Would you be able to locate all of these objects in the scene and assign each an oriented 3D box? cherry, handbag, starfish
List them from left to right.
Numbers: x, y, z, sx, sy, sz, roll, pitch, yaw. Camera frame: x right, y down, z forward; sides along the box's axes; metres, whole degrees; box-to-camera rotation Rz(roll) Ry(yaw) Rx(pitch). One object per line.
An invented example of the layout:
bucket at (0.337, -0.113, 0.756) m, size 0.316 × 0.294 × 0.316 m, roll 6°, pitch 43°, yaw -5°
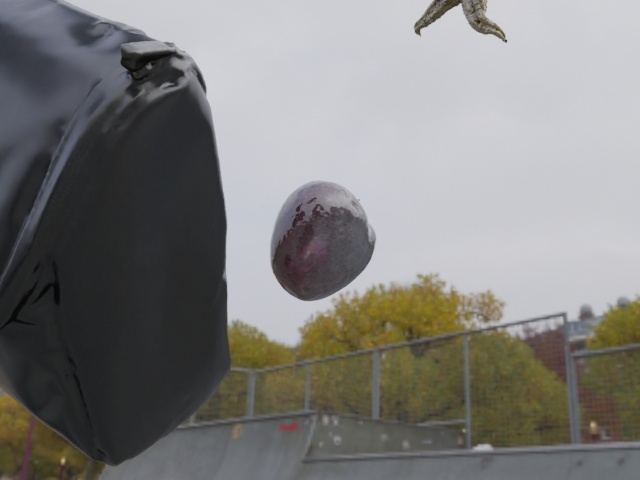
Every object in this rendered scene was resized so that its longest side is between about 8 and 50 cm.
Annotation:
handbag at (-0.209, -0.025, 0.483) m, size 0.302 × 0.178 × 0.275 m, roll 30°, pitch -39°, yaw 28°
cherry at (0.000, 0.003, 1.073) m, size 0.140 × 0.176 × 0.176 m, roll 32°, pitch -4°, yaw 30°
starfish at (0.245, -0.393, 1.197) m, size 0.050 × 0.138 × 0.247 m, roll 10°, pitch 10°, yaw -34°
